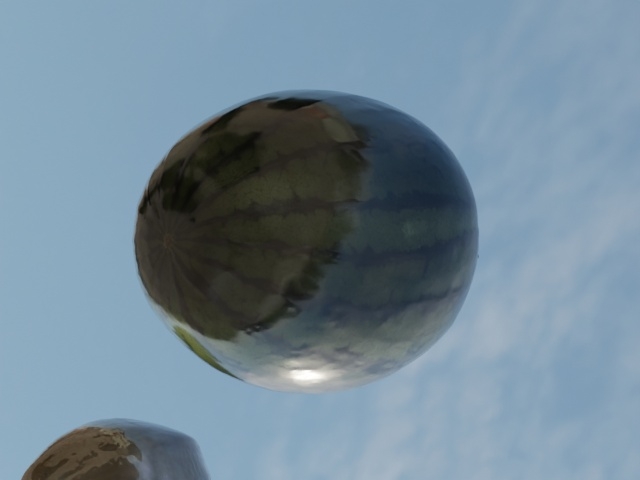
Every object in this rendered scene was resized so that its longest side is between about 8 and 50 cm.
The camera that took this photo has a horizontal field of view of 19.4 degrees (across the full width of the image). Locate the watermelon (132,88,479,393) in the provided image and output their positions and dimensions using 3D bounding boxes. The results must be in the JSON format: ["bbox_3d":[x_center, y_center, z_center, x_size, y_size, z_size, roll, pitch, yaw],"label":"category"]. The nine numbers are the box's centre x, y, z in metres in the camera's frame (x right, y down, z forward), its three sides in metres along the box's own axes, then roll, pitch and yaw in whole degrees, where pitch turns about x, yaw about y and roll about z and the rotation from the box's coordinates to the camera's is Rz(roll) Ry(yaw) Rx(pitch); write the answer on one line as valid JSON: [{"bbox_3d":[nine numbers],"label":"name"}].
[{"bbox_3d":[0.000,0.000,1.717,0.279,0.359,0.279,6,-80,42],"label":"watermelon"}]

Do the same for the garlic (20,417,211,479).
[{"bbox_3d":[-0.201,0.246,1.998,0.143,0.318,0.112,-12,-104,20],"label":"garlic"}]
